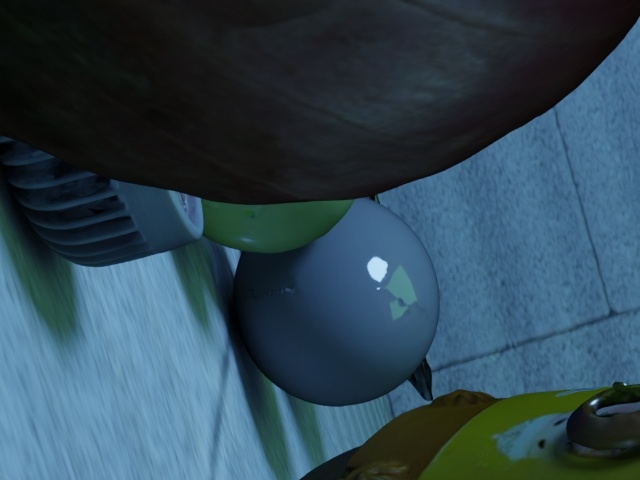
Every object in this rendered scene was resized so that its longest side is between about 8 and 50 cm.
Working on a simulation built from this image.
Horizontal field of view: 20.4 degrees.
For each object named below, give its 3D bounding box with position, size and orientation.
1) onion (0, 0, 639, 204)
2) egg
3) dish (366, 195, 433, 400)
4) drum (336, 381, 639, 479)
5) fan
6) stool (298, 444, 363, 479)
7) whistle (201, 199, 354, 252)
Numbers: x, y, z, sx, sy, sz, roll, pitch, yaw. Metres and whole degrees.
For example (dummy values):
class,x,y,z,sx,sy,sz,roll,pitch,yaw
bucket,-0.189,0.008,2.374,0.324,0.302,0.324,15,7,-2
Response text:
class,x,y,z,sx,sy,sz,roll,pitch,yaw
onion,-0.025,-0.177,0.444,0.353,0.353,0.354,-17,90,-87
egg,0.010,0.039,1.272,0.199,0.146,0.146,-113,-175,-73
dish,0.000,0.000,1.517,0.303,0.120,0.303,-17,90,-87
drum,0.146,0.250,0.616,0.431,0.214,0.431,20,67,-59
fan,-0.099,-0.093,0.755,0.244,0.074,0.130,-104,175,-46
stool,0.069,0.245,0.951,0.264,0.179,0.179,69,5,-52
whistle,-0.031,-0.067,1.162,0.294,0.141,0.141,-57,131,-81
